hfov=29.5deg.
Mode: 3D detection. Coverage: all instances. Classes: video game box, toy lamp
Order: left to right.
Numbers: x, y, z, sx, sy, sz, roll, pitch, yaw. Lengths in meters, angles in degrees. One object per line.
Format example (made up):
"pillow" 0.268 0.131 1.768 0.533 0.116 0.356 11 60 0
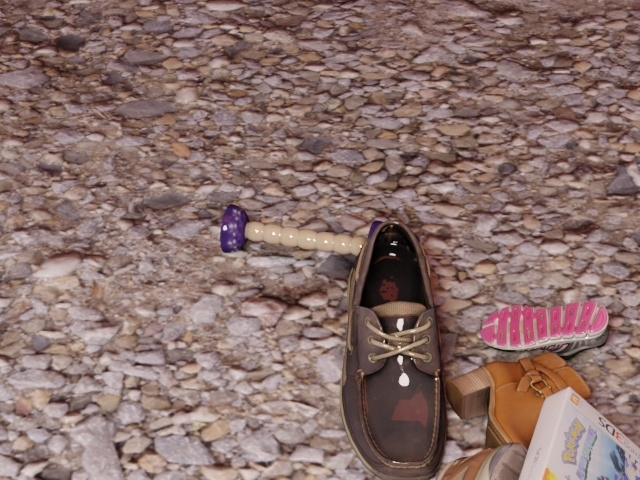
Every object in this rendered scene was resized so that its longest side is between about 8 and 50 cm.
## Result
"toy lamp" 0.000 0.000 1.687 0.274 0.080 0.080 7 42 11
"video game box" 0.294 0.288 1.294 0.187 0.048 0.205 39 45 -9

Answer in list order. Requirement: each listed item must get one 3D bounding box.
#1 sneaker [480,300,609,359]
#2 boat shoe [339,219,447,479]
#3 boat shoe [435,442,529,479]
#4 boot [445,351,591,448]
"sneaker" 0.291 0.121 1.554 0.170 0.075 0.063 -9 55 26
"boat shoe" 0.083 0.124 1.486 0.132 0.130 0.355 -5 50 -1
"boat shoe" 0.127 0.348 1.275 0.116 0.123 0.324 -10 29 47
"boot" 0.258 0.209 1.445 0.152 0.073 0.197 -14 45 -19
